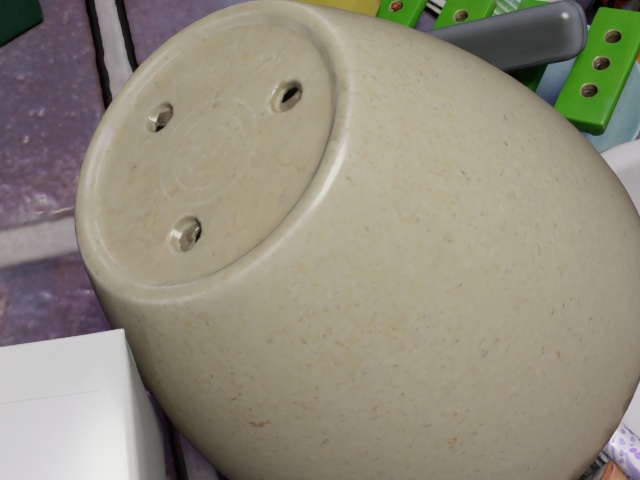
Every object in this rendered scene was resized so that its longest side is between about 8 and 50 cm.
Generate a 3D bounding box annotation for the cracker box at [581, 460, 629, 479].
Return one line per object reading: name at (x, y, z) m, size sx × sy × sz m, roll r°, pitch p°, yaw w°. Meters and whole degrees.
cracker box at (0.127, 0.261, 0.455) m, size 0.232 × 0.067 × 0.155 m, roll -43°, pitch 71°, yaw 19°

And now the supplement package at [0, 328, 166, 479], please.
supplement package at (-0.148, 0.212, 0.332) m, size 0.178 × 0.175 × 0.292 m, roll -8°, pitch 64°, yaw -10°

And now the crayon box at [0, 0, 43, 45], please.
crayon box at (-0.440, -0.197, 0.685) m, size 0.318 × 0.081 × 0.202 m, roll -40°, pitch 74°, yaw -22°

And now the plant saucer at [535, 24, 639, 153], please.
plant saucer at (0.188, -0.112, 0.703) m, size 0.195 × 0.037 × 0.194 m, roll -9°, pitch 61°, yaw 17°

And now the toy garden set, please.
toy garden set at (0.171, -0.200, 0.707) m, size 0.244 × 0.049 × 0.203 m, roll 19°, pitch 75°, yaw 31°

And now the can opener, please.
can opener at (0.079, -0.133, 0.656) m, size 0.280 × 0.074 × 0.093 m, roll -12°, pitch 103°, yaw 25°

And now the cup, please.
cup at (0.000, 0.000, 0.464) m, size 0.331 × 0.237 × 0.331 m, roll -15°, pitch 59°, yaw 27°

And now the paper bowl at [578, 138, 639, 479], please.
paper bowl at (0.270, 0.075, 0.581) m, size 0.284 × 0.148 × 0.284 m, roll 2°, pitch 64°, yaw -4°

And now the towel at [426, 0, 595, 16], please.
towel at (0.152, -0.343, 0.804) m, size 0.325 × 0.038 × 0.248 m, roll 34°, pitch 83°, yaw 12°

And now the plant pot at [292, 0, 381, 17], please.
plant pot at (-0.002, -0.220, 0.721) m, size 0.095 × 0.134 × 0.134 m, roll 31°, pitch 63°, yaw -14°

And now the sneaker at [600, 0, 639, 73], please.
sneaker at (0.344, -0.222, 0.777) m, size 0.121 × 0.099 × 0.262 m, roll 35°, pitch 53°, yaw -18°
